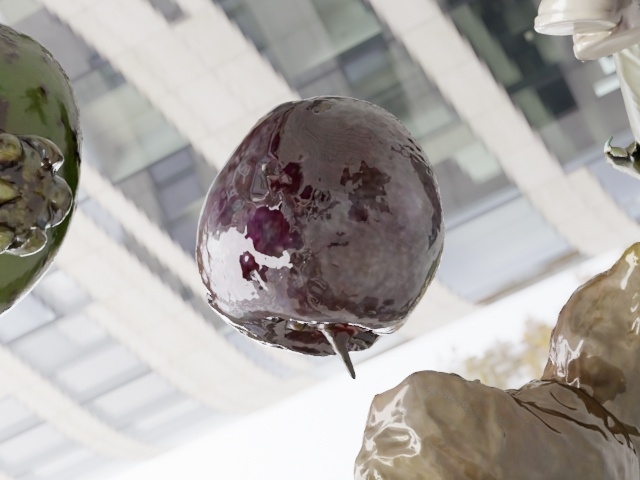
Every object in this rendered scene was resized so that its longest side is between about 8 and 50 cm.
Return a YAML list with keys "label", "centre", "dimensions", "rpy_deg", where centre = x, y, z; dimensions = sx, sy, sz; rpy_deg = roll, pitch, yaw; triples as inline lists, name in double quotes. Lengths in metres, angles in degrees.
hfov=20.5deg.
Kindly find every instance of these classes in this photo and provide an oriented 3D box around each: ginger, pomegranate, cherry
- label: "ginger"
  centre: [0.120, 0.066, 0.737]
  dimensions: [0.084, 0.122, 0.290]
  rpy_deg: [30, -151, 28]
- label: "pomegranate"
  centre: [-0.220, -0.041, 1.045]
  dimensions: [0.202, 0.248, 0.202]
  rpy_deg: [-5, -82, -36]
- label: "cherry"
  centre: [0.003, -0.009, 1.273]
  dimensions: [0.195, 0.195, 0.195]
  rpy_deg: [52, -157, -32]

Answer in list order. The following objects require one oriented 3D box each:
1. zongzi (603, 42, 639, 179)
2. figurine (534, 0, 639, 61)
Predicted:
- label: "zongzi"
  centre: [0.376, -0.119, 1.418]
  dimensions: [0.418, 0.181, 0.447]
  rpy_deg: [48, 173, 34]
- label: "figurine"
  centre: [0.185, -0.252, 1.064]
  dimensions: [0.182, 0.144, 0.257]
  rpy_deg: [6, -109, -47]
